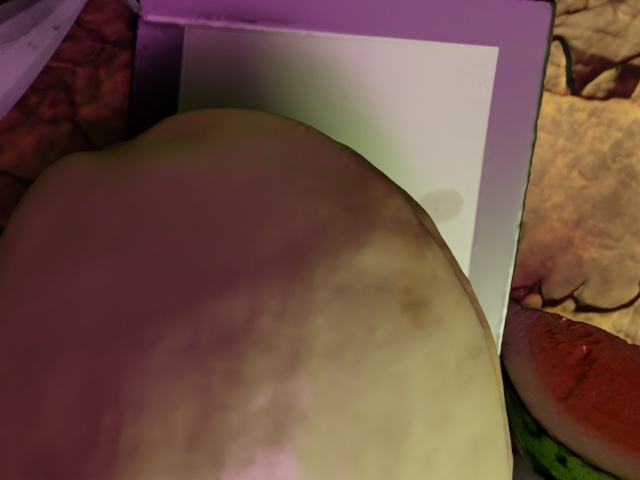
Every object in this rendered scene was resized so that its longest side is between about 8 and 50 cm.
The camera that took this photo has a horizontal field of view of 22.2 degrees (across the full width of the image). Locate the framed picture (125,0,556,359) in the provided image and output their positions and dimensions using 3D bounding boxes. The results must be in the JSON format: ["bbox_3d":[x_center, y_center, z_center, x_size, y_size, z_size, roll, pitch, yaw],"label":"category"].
[{"bbox_3d":[0.000,0.000,1.051,0.265,0.016,0.347,3,109,-7],"label":"framed picture"}]

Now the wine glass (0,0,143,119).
[{"bbox_3d":[-0.183,-0.112,0.946,0.155,0.073,0.073,-40,117,-4],"label":"wine glass"}]

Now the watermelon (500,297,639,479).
[{"bbox_3d":[0.206,0.127,1.082,0.119,0.245,0.063,-47,149,-25],"label":"watermelon"}]

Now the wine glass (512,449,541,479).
[{"bbox_3d":[0.224,0.178,1.157,0.321,0.143,0.143,-25,117,-4],"label":"wine glass"}]

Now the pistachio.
[{"bbox_3d":[-0.070,0.142,0.957,0.365,0.281,0.445,6,99,13],"label":"pistachio"}]
